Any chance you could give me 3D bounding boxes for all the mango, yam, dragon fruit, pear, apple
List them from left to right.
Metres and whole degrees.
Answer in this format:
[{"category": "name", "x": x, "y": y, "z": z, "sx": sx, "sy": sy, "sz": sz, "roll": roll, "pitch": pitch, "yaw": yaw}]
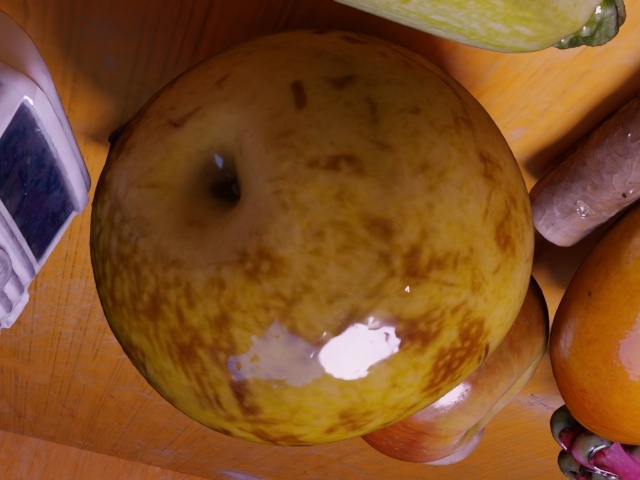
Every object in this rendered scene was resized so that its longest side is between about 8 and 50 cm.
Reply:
[{"category": "pear", "x": 0.000, "y": 0.000, "z": 0.594, "sx": 0.281, "sy": 0.280, "sz": 0.280, "roll": 9, "pitch": 155, "yaw": 4}, {"category": "apple", "x": 0.096, "y": 0.085, "z": 0.811, "sx": 0.173, "sy": 0.210, "sz": 0.235, "roll": 44, "pitch": 167, "yaw": 18}, {"category": "dragon fruit", "x": 0.341, "y": 0.188, "z": 0.966, "sx": 0.273, "sy": 0.218, "sz": 0.198, "roll": -18, "pitch": 98, "yaw": 55}, {"category": "mango", "x": 0.268, "y": 0.060, "z": 0.728, "sx": 0.187, "sy": 0.138, "sz": 0.257, "roll": -27, "pitch": 142, "yaw": 5}, {"category": "yam", "x": 0.223, "y": -0.071, "z": 0.587, "sx": 0.066, "sy": 0.066, "sz": 0.299, "roll": 16, "pitch": 155, "yaw": -10}]

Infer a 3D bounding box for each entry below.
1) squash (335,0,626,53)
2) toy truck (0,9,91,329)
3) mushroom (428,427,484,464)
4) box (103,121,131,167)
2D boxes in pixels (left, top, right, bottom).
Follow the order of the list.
[{"category": "squash", "x": 0.067, "y": -0.152, "z": 0.428, "sx": 0.287, "sy": 0.137, "sz": 0.137, "roll": 17, "pitch": 156, "yaw": -26}, {"category": "toy truck", "x": -0.313, "y": -0.092, "z": 0.507, "sx": 0.388, "sy": 0.207, "sz": 0.173, "roll": 29, "pitch": 157, "yaw": 10}, {"category": "mushroom", "x": 0.131, "y": 0.217, "z": 1.182, "sx": 0.166, "sy": 0.127, "sz": 0.166, "roll": 15, "pitch": 178, "yaw": 0}, {"category": "box", "x": -0.142, "y": -0.061, "z": 0.765, "sx": 0.060, "sy": 0.063, "sz": 0.085, "roll": 28, "pitch": 152, "yaw": -32}]
